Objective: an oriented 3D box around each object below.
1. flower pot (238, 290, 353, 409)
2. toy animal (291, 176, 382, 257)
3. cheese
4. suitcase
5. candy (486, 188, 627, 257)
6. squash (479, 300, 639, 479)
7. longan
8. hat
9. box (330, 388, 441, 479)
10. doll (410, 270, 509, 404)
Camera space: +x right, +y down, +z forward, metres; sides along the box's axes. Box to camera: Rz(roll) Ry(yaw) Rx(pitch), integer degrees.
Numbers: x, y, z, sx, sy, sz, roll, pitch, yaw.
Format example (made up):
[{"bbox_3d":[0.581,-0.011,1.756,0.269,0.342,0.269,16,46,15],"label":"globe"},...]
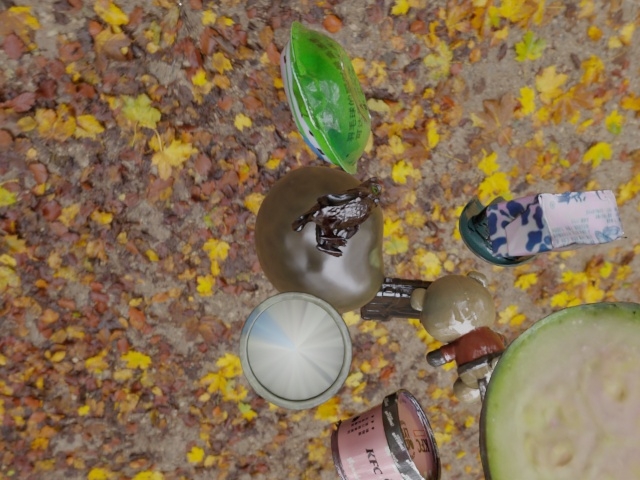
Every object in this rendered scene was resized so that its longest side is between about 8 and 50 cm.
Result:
[{"bbox_3d":[-0.031,0.205,0.967,0.212,0.202,0.213,-1,85,9],"label":"flower pot"},{"bbox_3d":[0.039,-0.066,0.964,0.180,0.116,0.219,-52,164,-22],"label":"toy animal"},{"bbox_3d":[0.020,-0.189,0.671,0.083,0.320,0.204,-18,97,17],"label":"cheese"},{"bbox_3d":[0.271,0.182,1.453,0.285,0.066,0.206,4,148,-4],"label":"suitcase"},{"bbox_3d":[0.297,-0.021,0.614,0.160,0.092,0.073,-6,83,-31],"label":"candy"},{"bbox_3d":[0.385,0.223,0.509,0.384,0.263,0.263,18,109,-31],"label":"squash"},{"bbox_3d":[0.000,0.000,1.303,0.336,0.404,0.405,-32,131,-49],"label":"longan"},{"bbox_3d":[0.288,-0.025,0.750,0.138,0.190,0.078,42,122,15],"label":"hat"},{"bbox_3d":[0.103,0.336,0.798,0.135,0.151,0.151,-26,121,21],"label":"box"},{"bbox_3d":[0.375,0.242,1.247,0.234,0.330,0.174,-17,158,-9],"label":"doll"}]
